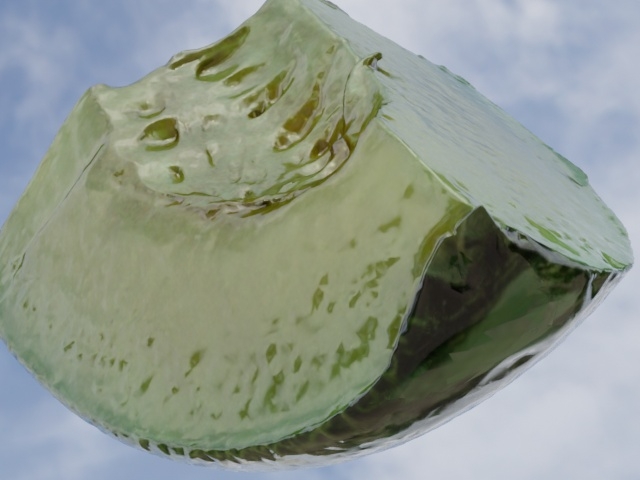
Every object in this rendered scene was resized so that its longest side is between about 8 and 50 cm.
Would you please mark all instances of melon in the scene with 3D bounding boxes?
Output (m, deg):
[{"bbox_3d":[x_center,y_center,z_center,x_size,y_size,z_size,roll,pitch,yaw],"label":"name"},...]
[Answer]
[{"bbox_3d":[0.000,0.000,0.942,0.331,0.343,0.226,-15,-54,-17],"label":"melon"}]
